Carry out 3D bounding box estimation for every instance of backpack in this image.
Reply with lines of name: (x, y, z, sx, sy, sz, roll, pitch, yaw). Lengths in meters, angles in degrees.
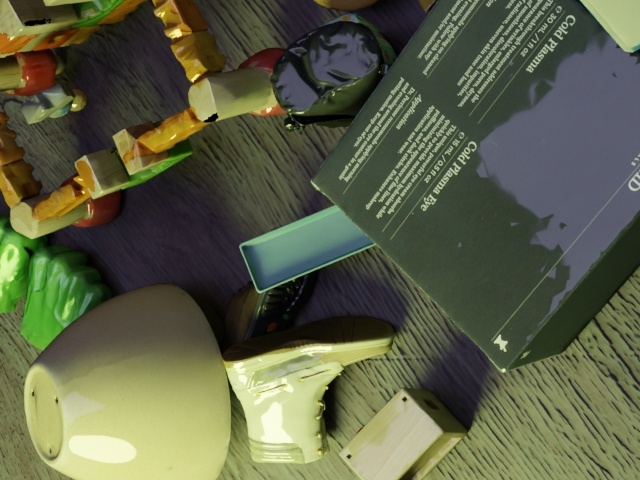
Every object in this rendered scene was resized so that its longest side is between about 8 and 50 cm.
backpack: (0.032, -0.197, 1.373, 0.152, 0.182, 0.115, -21, 84, 19)

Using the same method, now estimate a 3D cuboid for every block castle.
block castle: (-0.261, -0.218, 1.544, 0.453, 0.213, 0.303, -27, 89, 36)

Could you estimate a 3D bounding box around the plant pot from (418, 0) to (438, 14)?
plant pot: (0.148, -0.310, 1.357, 0.081, 0.081, 0.083, -47, 58, 24)

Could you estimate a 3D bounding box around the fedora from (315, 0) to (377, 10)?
fedora: (0.046, -0.376, 1.416, 0.194, 0.079, 0.194, 6, 101, 32)

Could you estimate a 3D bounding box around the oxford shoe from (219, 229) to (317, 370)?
oxford shoe: (-0.077, 0.075, 1.512, 0.096, 0.083, 0.227, 36, 105, 39)

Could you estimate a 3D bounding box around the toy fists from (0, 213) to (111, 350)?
toy fists: (-0.423, 0.051, 1.718, 0.279, 0.096, 0.142, 29, 116, 26)

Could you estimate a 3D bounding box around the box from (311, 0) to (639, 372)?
box: (0.223, -0.091, 1.258, 0.312, 0.179, 0.343, 47, 114, 23)

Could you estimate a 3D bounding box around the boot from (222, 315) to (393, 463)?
boot: (-0.002, 0.189, 1.463, 0.213, 0.077, 0.165, -12, 110, 1)

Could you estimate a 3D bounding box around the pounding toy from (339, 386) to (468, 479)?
pounding toy: (0.089, 0.237, 1.395, 0.130, 0.141, 0.100, -47, 68, 9)

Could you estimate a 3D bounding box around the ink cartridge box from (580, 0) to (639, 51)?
ink cartridge box: (0.304, -0.422, 1.069, 0.285, 0.166, 0.395, -31, 58, 24)

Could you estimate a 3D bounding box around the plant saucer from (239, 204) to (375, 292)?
plant saucer: (0.000, 0.000, 1.444, 0.192, 0.018, 0.067, -22, 79, -1)

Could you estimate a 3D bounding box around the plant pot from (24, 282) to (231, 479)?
plant pot: (-0.270, 0.208, 1.515, 0.284, 0.191, 0.284, 16, 110, 53)
